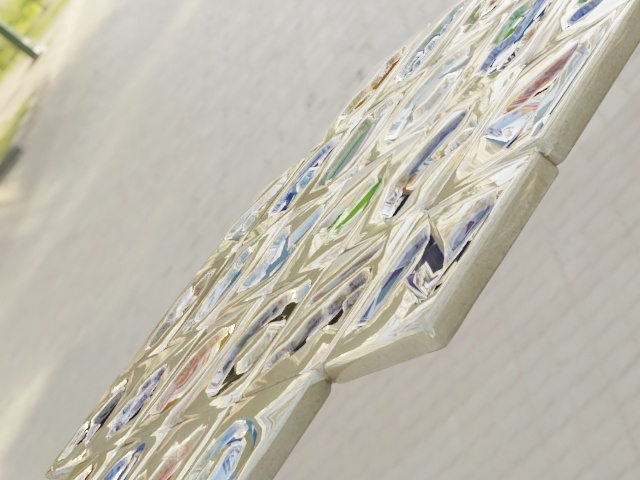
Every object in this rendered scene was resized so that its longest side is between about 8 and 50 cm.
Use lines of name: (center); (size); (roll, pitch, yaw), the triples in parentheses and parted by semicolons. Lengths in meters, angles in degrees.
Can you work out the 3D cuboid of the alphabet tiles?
alphabet tiles: (0.000, 0.000, 0.506); (0.285, 0.011, 0.342); (-55, 12, -26)
